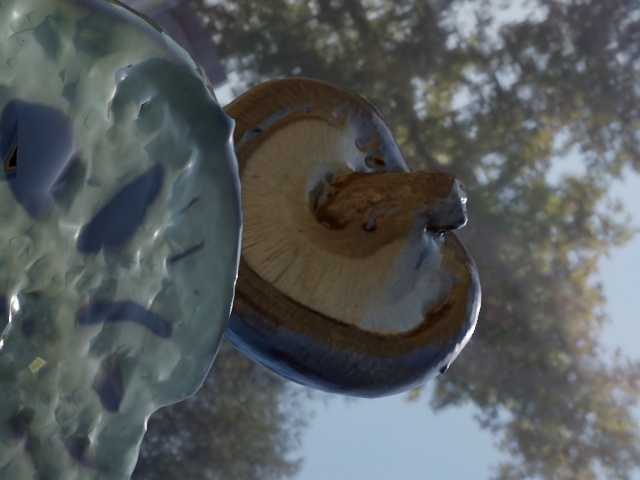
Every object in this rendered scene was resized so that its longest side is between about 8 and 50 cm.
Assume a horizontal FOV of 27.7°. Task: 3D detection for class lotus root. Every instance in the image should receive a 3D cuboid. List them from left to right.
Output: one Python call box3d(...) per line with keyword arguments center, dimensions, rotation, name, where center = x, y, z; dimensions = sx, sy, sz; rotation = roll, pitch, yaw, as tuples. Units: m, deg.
box3d(center=(-0.217, -0.006, 0.473), dimensions=(0.346, 0.250, 0.250), rotation=(7, -148, 35), name="lotus root")

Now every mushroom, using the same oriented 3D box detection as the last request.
box3d(center=(-0.002, 0.005, 0.882), dimensions=(0.194, 0.231, 0.138), rotation=(-20, 165, -14), name="mushroom")
